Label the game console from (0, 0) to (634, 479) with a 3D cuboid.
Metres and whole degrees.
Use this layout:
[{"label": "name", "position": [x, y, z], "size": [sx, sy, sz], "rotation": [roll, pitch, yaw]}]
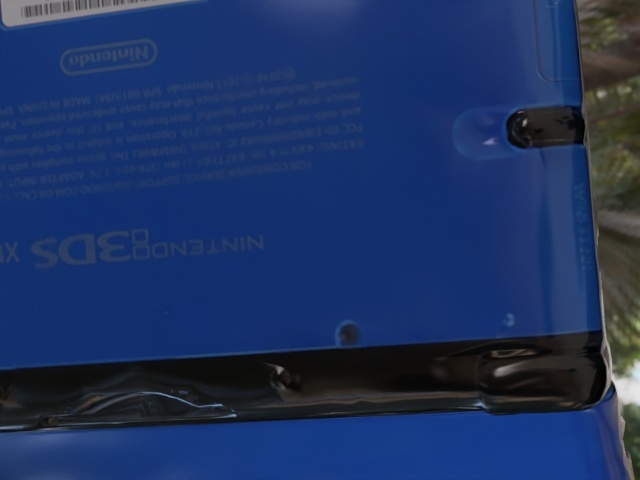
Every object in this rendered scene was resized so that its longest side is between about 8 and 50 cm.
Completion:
[{"label": "game console", "position": [-0.039, 0.013, 0.474], "size": [0.173, 0.293, 0.250], "rotation": [0, -95, -75]}]
